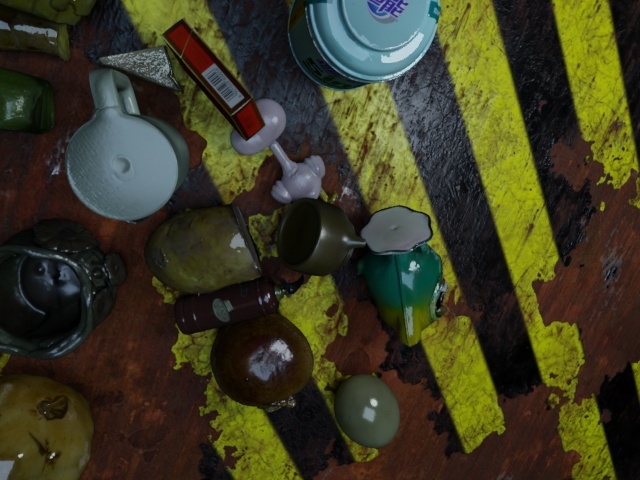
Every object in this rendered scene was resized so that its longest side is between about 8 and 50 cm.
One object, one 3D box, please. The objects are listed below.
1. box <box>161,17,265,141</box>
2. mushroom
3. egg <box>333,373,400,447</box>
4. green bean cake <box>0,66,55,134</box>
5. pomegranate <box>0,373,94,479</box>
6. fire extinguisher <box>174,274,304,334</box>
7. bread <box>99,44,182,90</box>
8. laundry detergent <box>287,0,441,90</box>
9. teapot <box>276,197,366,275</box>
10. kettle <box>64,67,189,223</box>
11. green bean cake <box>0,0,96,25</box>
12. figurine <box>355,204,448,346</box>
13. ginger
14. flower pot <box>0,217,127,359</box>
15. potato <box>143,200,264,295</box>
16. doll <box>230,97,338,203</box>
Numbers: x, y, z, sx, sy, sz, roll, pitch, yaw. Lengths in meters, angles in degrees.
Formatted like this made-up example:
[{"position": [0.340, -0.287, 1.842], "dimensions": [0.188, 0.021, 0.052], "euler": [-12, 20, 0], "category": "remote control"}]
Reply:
[{"position": [-0.230, -0.348, 0.982], "dimensions": [0.074, 0.153, 0.240], "euler": [-40, 82, 1], "category": "box"}, {"position": [-0.150, 0.334, 1.196], "dimensions": [0.263, 0.195, 0.283], "euler": [-29, 109, -11], "category": "mushroom"}, {"position": [0.139, 0.504, 1.311], "dimensions": [0.185, 0.186, 0.242], "euler": [-28, 112, -5], "category": "egg"}, {"position": [-0.682, -0.284, 0.899], "dimensions": [0.247, 0.222, 0.125], "euler": [0, 102, -17], "category": "green bean cake"}, {"position": [-0.720, 0.492, 1.054], "dimensions": [0.332, 0.332, 0.333], "euler": [-3, 104, -13], "category": "pomegranate"}, {"position": [-0.199, 0.148, 1.135], "dimensions": [0.343, 0.102, 0.138], "euler": [-15, 150, 5], "category": "fire extinguisher"}, {"position": [-0.408, -0.379, 1.018], "dimensions": [0.152, 0.077, 0.105], "euler": [-16, 106, -8], "category": "bread"}, {"position": [0.089, -0.493, 0.989], "dimensions": [0.287, 0.305, 0.288], "euler": [-3, 105, -13], "category": "laundry detergent"}, {"position": [0.000, 0.000, 1.123], "dimensions": [0.175, 0.267, 0.186], "euler": [18, 80, -38], "category": "teapot"}, {"position": [-0.384, -0.193, 0.943], "dimensions": [0.205, 0.318, 0.265], "euler": [20, 99, -16], "category": "kettle"}, {"position": [-0.589, -0.597, 0.834], "dimensions": [0.202, 0.285, 0.310], "euler": [-44, 79, 24], "category": "green bean cake"}, {"position": [0.219, 0.098, 1.190], "dimensions": [0.231, 0.324, 0.340], "euler": [-8, 125, 13], "category": "figurine"}, {"position": [-0.666, -0.455, 0.923], "dimensions": [0.262, 0.117, 0.109], "euler": [13, 136, -21], "category": "ginger"}, {"position": [-0.613, 0.104, 1.016], "dimensions": [0.301, 0.213, 0.302], "euler": [-3, 105, -12], "category": "flower pot"}, {"position": [-0.295, 0.025, 1.087], "dimensions": [0.265, 0.229, 0.229], "euler": [-22, 108, 1], "category": "potato"}, {"position": [-0.100, -0.210, 1.126], "dimensions": [0.160, 0.094, 0.365], "euler": [-38, 108, 5], "category": "doll"}]
